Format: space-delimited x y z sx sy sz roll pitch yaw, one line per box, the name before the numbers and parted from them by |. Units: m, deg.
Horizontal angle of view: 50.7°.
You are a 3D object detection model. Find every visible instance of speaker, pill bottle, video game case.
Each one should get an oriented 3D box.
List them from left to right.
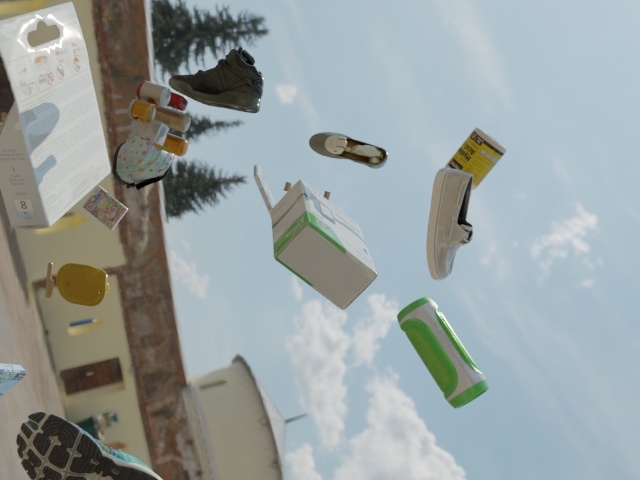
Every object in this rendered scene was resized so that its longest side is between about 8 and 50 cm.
video game case | -0.681 -0.103 2.133 0.122 0.087 0.011 39 8 2
video game case | -0.161 -0.143 1.981 0.157 0.019 0.143 -106 174 -71
speaker | 0.332 0.304 1.847 0.296 0.131 0.131 59 -27 22
pill bottle | 0.246 -0.123 1.111 0.116 0.065 0.065 -54 -139 18

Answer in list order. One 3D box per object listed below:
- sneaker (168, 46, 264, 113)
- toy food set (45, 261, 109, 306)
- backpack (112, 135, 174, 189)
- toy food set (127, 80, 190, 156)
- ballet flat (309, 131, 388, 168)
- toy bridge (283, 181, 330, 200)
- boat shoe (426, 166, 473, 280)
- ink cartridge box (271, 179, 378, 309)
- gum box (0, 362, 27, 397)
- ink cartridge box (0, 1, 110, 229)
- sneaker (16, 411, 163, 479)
sneaker | -0.225 -0.365 1.503 0.087 0.228 0.130 22 81 -68
toy food set | -0.725 0.124 2.051 0.071 0.218 0.128 -29 124 -68
backpack | -0.520 -0.237 1.977 0.182 0.115 0.151 -4 -108 32
toy food set | -0.342 -0.256 1.362 0.232 0.105 0.111 38 73 -78
ballet flat | 0.077 -0.245 1.775 0.068 0.213 0.072 136 -31 -79
toy bridge | -0.054 -0.170 2.507 0.026 0.188 0.063 24 -78 61
boat shoe | 0.210 -0.022 1.066 0.063 0.066 0.184 10 -79 29
ink cartridge box | 0.000 0.000 1.583 0.121 0.211 0.289 -47 -159 15
gum box | -0.967 0.432 1.947 0.041 0.184 0.157 46 -4 14
ink cartridge box | -0.554 -0.257 1.352 0.308 0.091 0.384 -74 161 -63
sneaker | -0.366 0.373 1.096 0.107 0.275 0.110 -59 179 -10
